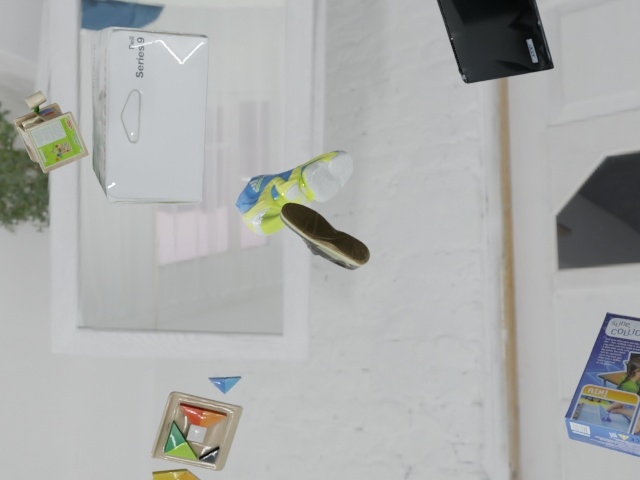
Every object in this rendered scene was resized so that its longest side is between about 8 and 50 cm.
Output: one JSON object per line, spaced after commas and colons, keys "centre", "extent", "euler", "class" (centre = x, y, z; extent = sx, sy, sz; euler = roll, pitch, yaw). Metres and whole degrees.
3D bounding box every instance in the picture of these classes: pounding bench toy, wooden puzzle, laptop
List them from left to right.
{"centre": [-0.301, -0.127, 0.847], "extent": [0.052, 0.083, 0.065], "euler": [-28, -147, -22], "class": "pounding bench toy"}
{"centre": [-0.114, 0.180, 0.722], "extent": [0.079, 0.116, 0.014], "euler": [9, -171, -17], "class": "wooden puzzle"}
{"centre": [0.237, -0.361, 1.117], "extent": [0.137, 0.234, 0.264], "euler": [-14, -162, 21], "class": "laptop"}

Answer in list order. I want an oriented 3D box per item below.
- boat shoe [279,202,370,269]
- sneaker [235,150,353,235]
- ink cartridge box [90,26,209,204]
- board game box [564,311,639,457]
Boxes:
{"centre": [0.000, 0.000, 1.170], "extent": [0.152, 0.056, 0.049], "euler": [34, 137, -4], "class": "boat shoe"}
{"centre": [-0.058, -0.110, 1.447], "extent": [0.126, 0.240, 0.091], "euler": [36, 151, 42], "class": "sneaker"}
{"centre": [-0.237, -0.172, 1.040], "extent": [0.122, 0.211, 0.289], "euler": [-1, -166, -20], "class": "ink cartridge box"}
{"centre": [0.336, 0.137, 0.681], "extent": [0.201, 0.136, 0.035], "euler": [9, 137, 35], "class": "board game box"}
